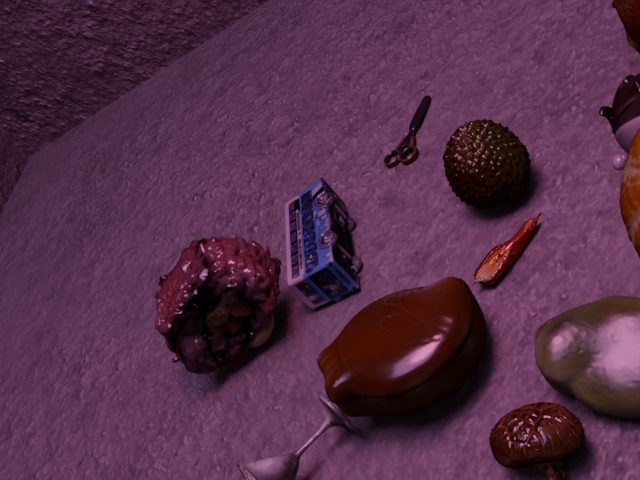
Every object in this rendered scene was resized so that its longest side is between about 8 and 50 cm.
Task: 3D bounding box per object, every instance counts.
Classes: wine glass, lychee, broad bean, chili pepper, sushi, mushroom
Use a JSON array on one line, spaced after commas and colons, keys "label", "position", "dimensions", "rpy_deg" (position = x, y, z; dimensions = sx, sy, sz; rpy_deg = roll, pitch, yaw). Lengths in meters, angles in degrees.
[{"label": "wine glass", "position": [-0.031, 0.340, 1.245], "dimensions": [0.183, 0.122, 0.122], "rpy_deg": [-42, 33, -12]}, {"label": "lychee", "position": [0.297, -0.142, 1.402], "dimensions": [0.171, 0.171, 0.171], "rpy_deg": [-27, 36, 22]}, {"label": "broad bean", "position": [0.397, 0.150, 1.037], "dimensions": [0.227, 0.100, 0.169], "rpy_deg": [18, 72, 39]}, {"label": "chili pepper", "position": [0.319, 0.018, 1.320], "dimensions": [0.178, 0.027, 0.045], "rpy_deg": [-49, 38, -9]}, {"label": "sushi", "position": [-0.190, 0.129, 1.535], "dimensions": [0.270, 0.236, 0.171], "rpy_deg": [-48, 25, 18]}, {"label": "mushroom", "position": [0.285, 0.260, 1.026], "dimensions": [0.126, 0.085, 0.109], "rpy_deg": [-21, 37, 20]}]

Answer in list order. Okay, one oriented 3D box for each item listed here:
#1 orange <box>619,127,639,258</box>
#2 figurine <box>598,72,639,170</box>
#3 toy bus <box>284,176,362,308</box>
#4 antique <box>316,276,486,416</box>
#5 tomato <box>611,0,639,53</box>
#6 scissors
[{"label": "orange", "position": [0.541, -0.068, 0.960], "dimensions": [0.329, 0.249, 0.330], "rpy_deg": [-17, 64, 40]}, {"label": "figurine", "position": [0.592, -0.209, 1.144], "dimensions": [0.369, 0.281, 0.167], "rpy_deg": [-16, 82, 47]}, {"label": "toy bus", "position": [0.000, 0.000, 1.601], "dimensions": [0.131, 0.106, 0.297], "rpy_deg": [-31, 33, 19]}, {"label": "antique", "position": [0.135, 0.174, 1.225], "dimensions": [0.278, 0.129, 0.223], "rpy_deg": [-35, 31, 2]}, {"label": "tomato", "position": [0.616, -0.461, 1.328], "dimensions": [0.239, 0.303, 0.304], "rpy_deg": [-25, 37, 27]}, {"label": "scissors", "position": [0.209, -0.251, 1.749], "dimensions": [0.088, 0.017, 0.220], "rpy_deg": [-9, 45, 44]}]
